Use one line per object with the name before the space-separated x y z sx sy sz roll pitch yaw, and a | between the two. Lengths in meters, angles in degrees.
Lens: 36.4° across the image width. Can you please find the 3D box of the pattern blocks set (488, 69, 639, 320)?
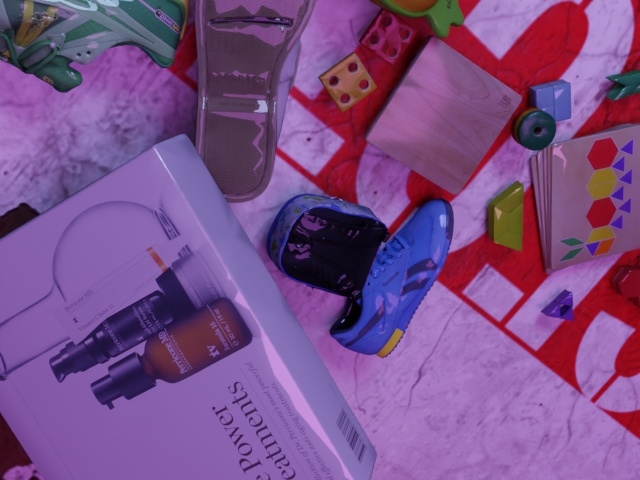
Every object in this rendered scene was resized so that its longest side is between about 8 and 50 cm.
pattern blocks set | 0.337 -0.050 1.204 0.285 0.026 0.325 -5 114 -18

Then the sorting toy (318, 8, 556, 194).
sorting toy | 0.123 -0.144 1.073 0.274 0.046 0.132 28 101 -24

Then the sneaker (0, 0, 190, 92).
sneaker | -0.263 -0.194 0.881 0.295 0.109 0.123 -4 110 -18

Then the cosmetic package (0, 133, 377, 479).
cosmetic package | -0.162 0.130 0.948 0.284 0.097 0.377 -29 97 18

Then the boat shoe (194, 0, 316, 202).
boat shoe | -0.072 -0.194 0.953 0.113 0.103 0.302 11 110 -10

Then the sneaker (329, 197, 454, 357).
sneaker | 0.081 0.039 1.130 0.082 0.069 0.209 22 104 -23

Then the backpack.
backpack | 0.000 0.000 1.073 0.114 0.084 0.105 15 106 -30

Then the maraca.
maraca | 0.090 -0.280 0.975 0.185 0.099 0.127 26 70 -41
